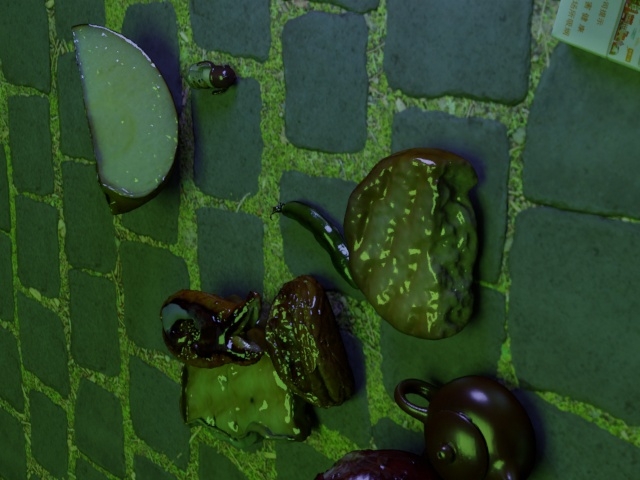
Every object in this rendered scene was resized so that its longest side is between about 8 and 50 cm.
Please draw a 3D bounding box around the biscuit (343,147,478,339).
[{"bbox_3d":[0.133,-0.004,1.449,0.213,0.091,0.274,19,116,40],"label":"biscuit"}]

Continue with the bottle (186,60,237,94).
[{"bbox_3d":[-0.190,-0.288,1.757,0.101,0.063,0.047,11,76,43],"label":"bottle"}]

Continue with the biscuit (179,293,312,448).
[{"bbox_3d":[-0.136,0.275,1.836,0.335,0.078,0.329,39,124,34],"label":"biscuit"}]

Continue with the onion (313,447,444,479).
[{"bbox_3d":[0.082,0.438,1.490,0.276,0.276,0.276,16,112,44],"label":"onion"}]

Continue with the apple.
[{"bbox_3d":[-0.374,-0.228,1.879,0.254,0.179,0.346,-14,89,36],"label":"apple"}]

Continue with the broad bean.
[{"bbox_3d":[0.001,-0.005,1.632,0.227,0.039,0.069,41,122,34],"label":"broad bean"}]

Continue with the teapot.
[{"bbox_3d":[0.197,0.273,1.424,0.252,0.135,0.178,34,120,36],"label":"teapot"}]

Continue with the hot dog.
[{"bbox_3d":[-0.019,0.170,1.660,0.160,0.099,0.227,-28,76,56],"label":"hot dog"}]

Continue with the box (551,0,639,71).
[{"bbox_3d":[0.376,-0.258,1.156,0.220,0.032,0.122,32,123,38],"label":"box"}]

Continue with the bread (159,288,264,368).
[{"bbox_3d":[-0.187,0.156,1.766,0.268,0.095,0.140,-2,92,38],"label":"bread"}]
